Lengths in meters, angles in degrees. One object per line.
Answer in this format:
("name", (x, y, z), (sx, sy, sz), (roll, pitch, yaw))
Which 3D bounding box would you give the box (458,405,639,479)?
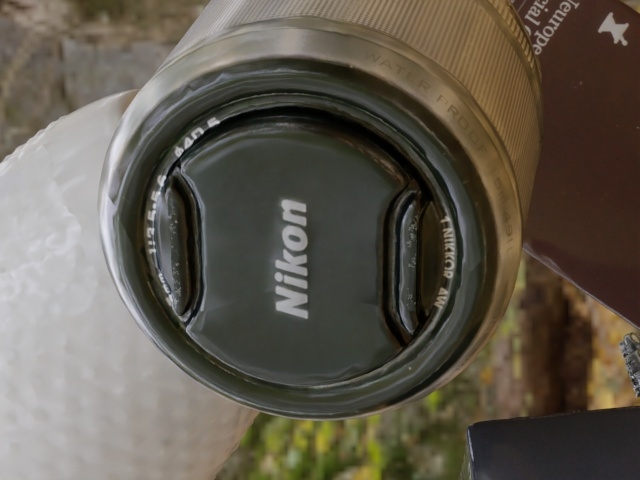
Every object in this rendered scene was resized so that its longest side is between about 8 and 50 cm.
("box", (0.187, 0.302, 1.117), (0.312, 0.179, 0.343), (84, 180, -72))

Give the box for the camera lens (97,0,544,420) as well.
("camera lens", (0.010, -0.046, 1.017), (0.274, 0.219, 0.219), (-67, -27, -63))

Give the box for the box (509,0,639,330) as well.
("box", (0.196, -0.077, 1.347), (0.191, 0.381, 0.143), (-57, -1, 9))

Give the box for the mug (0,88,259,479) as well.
("mug", (-0.153, 0.050, 1.371), (0.328, 0.276, 0.374), (-51, 0, 23))

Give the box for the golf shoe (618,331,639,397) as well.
("golf shoe", (0.376, 0.161, 1.865), (0.077, 0.094, 0.198), (71, -178, -48))
